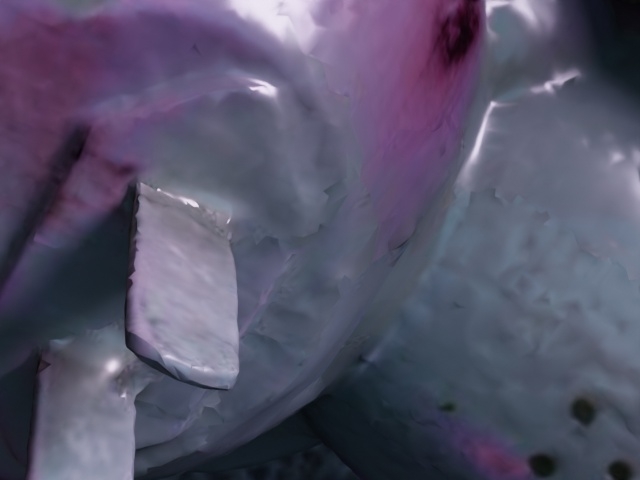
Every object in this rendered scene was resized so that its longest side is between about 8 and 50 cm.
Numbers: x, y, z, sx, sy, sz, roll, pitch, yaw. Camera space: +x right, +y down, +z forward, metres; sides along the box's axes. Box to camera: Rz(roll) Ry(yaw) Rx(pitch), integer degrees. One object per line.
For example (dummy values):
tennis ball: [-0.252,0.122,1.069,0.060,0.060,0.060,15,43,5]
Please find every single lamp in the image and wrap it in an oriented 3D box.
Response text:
lamp: [0.000,0.000,0.497,0.301,0.247,0.247,23,122,-18]
